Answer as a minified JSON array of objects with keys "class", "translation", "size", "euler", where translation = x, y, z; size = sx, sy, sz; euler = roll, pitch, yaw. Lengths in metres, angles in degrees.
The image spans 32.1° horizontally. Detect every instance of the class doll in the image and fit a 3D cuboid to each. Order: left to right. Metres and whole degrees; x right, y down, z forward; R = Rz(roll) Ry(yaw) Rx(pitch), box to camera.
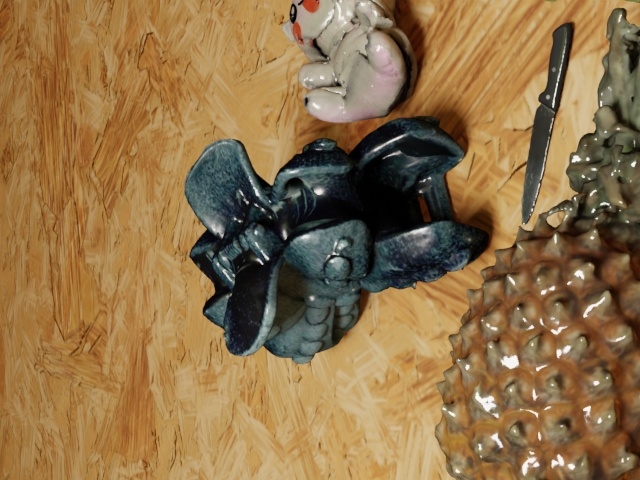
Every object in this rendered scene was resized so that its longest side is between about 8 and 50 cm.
[{"class":"doll","translation":[0.033,-0.204,1.078],"size":[0.149,0.095,0.192],"euler":[-47,50,38]}]

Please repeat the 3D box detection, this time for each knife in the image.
[{"class":"knife","translation":[0.184,-0.095,0.918],"size":[0.023,0.010,0.170],"euler":[28,113,53]}]

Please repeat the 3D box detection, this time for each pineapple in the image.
[{"class":"pineapple","translation":[0.191,0.013,0.786],"size":[0.175,0.175,0.361],"euler":[14,92,56]}]

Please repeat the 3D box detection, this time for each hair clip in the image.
[{"class":"hair clip","translation":[-0.006,0.002,1.024],"size":[0.310,0.206,0.194],"euler":[-39,61,48]}]

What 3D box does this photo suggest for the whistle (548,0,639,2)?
[{"class":"whistle","translation":[0.198,-0.231,0.807],"size":[0.288,0.131,0.106],"euler":[23,150,54]}]
